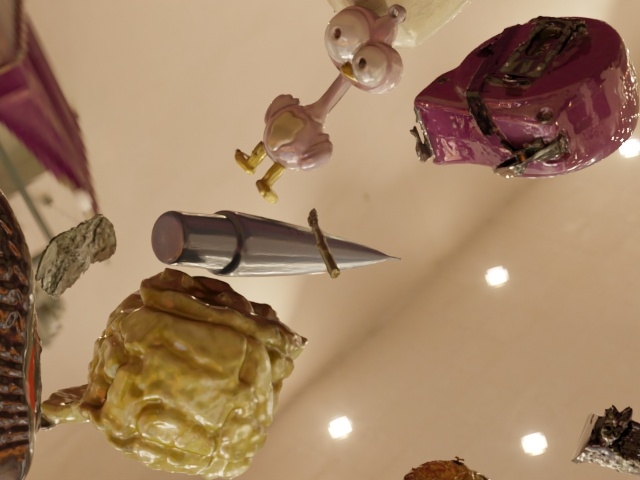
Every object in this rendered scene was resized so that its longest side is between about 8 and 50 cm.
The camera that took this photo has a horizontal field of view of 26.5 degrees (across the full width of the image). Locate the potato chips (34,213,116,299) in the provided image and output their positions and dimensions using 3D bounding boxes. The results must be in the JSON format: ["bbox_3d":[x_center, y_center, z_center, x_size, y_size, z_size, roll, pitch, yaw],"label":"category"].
[{"bbox_3d":[-0.387,0.029,2.137,0.026,0.142,0.209,23,-169,19],"label":"potato chips"}]

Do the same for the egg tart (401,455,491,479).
[{"bbox_3d":[0.131,0.281,1.520,0.130,0.052,0.130,-15,-164,4],"label":"egg tart"}]

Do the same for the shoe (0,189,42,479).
[{"bbox_3d":[-0.346,0.087,1.423,0.132,0.336,0.171,-4,-174,0],"label":"shoe"}]

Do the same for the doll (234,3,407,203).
[{"bbox_3d":[0.012,-0.224,2.121,0.365,0.094,0.160,-51,-128,20],"label":"doll"}]

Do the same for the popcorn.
[{"bbox_3d":[-0.157,0.162,1.651,0.293,0.293,0.237,18,-89,44],"label":"popcorn"}]

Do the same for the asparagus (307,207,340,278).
[{"bbox_3d":[0.000,0.000,1.419,0.016,0.016,0.163,-55,-159,14],"label":"asparagus"}]

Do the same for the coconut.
[{"bbox_3d":[0.131,-0.453,2.225,0.247,0.245,0.245,-41,-144,-2],"label":"coconut"}]

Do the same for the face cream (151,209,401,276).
[{"bbox_3d":[-0.061,0.011,1.817,0.135,0.086,0.385,1,176,42],"label":"face cream"}]

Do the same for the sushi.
[{"bbox_3d":[0.314,0.210,1.386,0.083,0.085,0.056,26,-112,1],"label":"sushi"}]

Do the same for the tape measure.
[{"bbox_3d":[0.262,-0.174,1.660,0.231,0.149,0.245,10,-136,44],"label":"tape measure"}]
